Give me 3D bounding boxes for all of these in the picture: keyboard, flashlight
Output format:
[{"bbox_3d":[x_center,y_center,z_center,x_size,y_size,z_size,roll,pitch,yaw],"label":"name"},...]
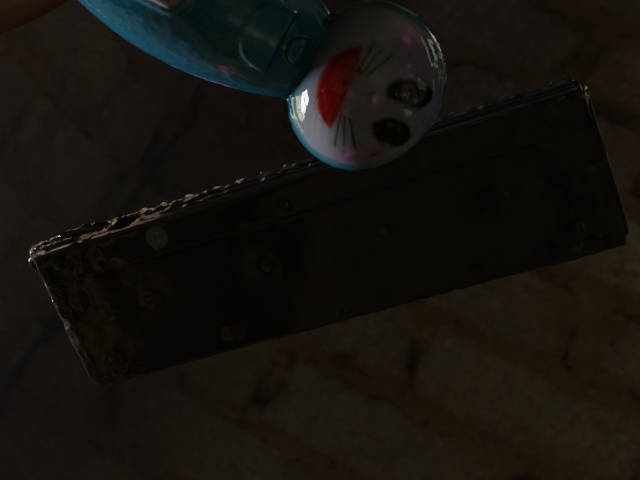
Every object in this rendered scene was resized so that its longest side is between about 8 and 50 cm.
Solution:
[{"bbox_3d":[0.000,0.000,0.501,0.023,0.231,0.072,-78,-31,-62],"label":"keyboard"},{"bbox_3d":[-0.025,-0.062,0.361,0.129,0.051,0.051,26,170,-4],"label":"flashlight"}]

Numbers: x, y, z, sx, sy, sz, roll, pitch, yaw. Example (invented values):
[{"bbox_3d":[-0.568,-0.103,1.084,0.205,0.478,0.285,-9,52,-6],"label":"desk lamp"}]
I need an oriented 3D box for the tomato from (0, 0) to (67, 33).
[{"bbox_3d":[-0.157,-0.196,0.442,0.255,0.256,0.224,35,146,-25],"label":"tomato"}]
